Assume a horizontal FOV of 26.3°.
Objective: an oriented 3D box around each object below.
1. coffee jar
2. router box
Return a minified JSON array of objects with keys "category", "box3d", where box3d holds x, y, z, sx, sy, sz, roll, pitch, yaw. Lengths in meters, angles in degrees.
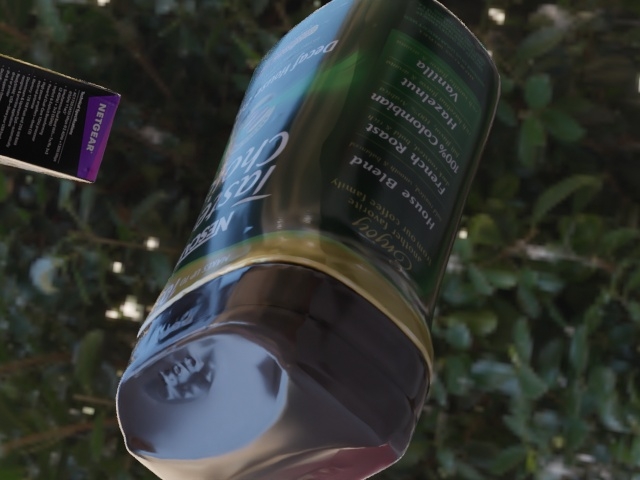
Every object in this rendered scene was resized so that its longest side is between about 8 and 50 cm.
[{"category":"coffee jar","box3d":[0.000,0.000,0.460,0.079,0.096,0.184,40,-138,-21]},{"category":"router box","box3d":[-0.188,-0.071,0.642,0.133,0.179,0.046,17,-92,-29]}]
